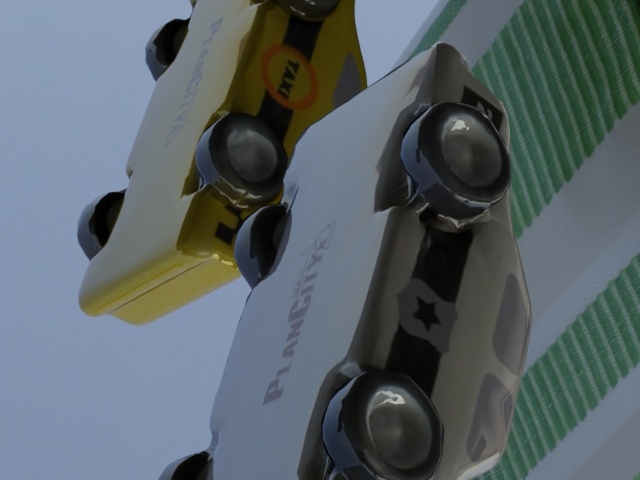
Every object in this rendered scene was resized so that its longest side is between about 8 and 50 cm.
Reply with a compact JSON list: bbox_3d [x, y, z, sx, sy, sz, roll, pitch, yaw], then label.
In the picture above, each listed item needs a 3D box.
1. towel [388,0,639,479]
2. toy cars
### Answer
[{"bbox_3d":[0.112,0.030,0.799,0.038,0.248,0.325,-1,-126,-36],"label":"towel"},{"bbox_3d":[0.000,0.000,0.666,0.087,0.176,0.393,32,-167,-24],"label":"toy cars"}]
